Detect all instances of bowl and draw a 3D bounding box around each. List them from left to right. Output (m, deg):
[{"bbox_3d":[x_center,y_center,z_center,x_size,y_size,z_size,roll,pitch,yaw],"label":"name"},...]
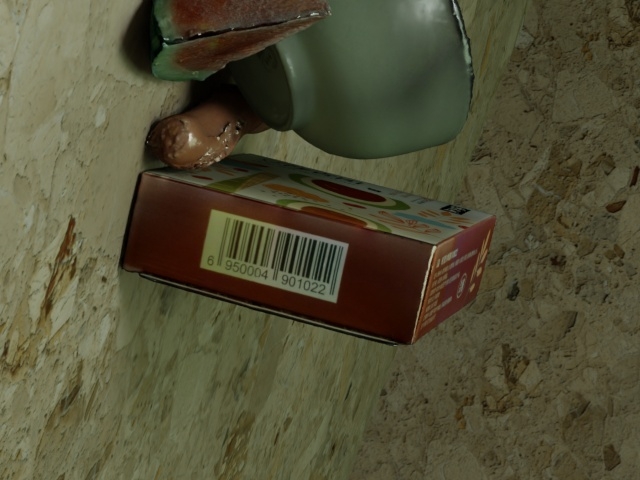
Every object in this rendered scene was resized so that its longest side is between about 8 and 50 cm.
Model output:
[{"bbox_3d":[0.002,-0.238,1.920,0.185,0.354,0.354,-26,144,-20],"label":"bowl"}]

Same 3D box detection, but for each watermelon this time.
[{"bbox_3d":[-0.104,-0.251,1.753,0.136,0.202,0.207,62,21,-7],"label":"watermelon"}]

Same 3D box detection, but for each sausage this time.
[{"bbox_3d":[-0.117,-0.137,1.963,0.304,0.078,0.078,-42,145,-68],"label":"sausage"}]

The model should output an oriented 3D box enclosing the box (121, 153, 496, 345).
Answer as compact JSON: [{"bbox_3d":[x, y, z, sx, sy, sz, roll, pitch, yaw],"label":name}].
[{"bbox_3d":[0.000,0.000,1.997,0.385,0.344,0.122,-22,125,-73],"label":"box"}]
